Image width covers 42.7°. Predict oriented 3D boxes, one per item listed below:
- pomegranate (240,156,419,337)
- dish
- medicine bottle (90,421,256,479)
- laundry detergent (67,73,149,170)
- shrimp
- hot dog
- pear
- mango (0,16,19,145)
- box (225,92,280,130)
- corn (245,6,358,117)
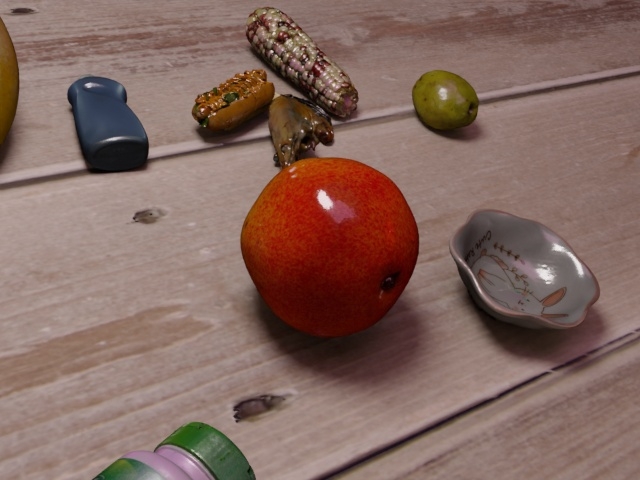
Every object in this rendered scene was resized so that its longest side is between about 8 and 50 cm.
[{"bbox_3d":[0.000,0.000,1.028,0.221,0.221,0.256,-11,24,-30],"label":"pomegranate"},{"bbox_3d":[0.274,0.058,1.162,0.229,0.081,0.229,13,41,-11],"label":"dish"},{"bbox_3d":[-0.178,0.274,0.704,0.133,0.133,0.274,36,43,21],"label":"medicine bottle"},{"bbox_3d":[-0.329,-0.188,1.238,0.096,0.061,0.206,-14,48,-21],"label":"laundry detergent"},{"bbox_3d":[-0.023,-0.162,1.316,0.117,0.066,0.262,5,43,-14],"label":"shrimp"},{"bbox_3d":[-0.137,-0.233,1.329,0.072,0.055,0.188,30,43,16],"label":"hot dog"},{"bbox_3d":[0.223,-0.254,1.485,0.131,0.107,0.107,30,40,29],"label":"pear"},{"bbox_3d":[-0.537,-0.244,1.129,0.221,0.199,0.384,-3,56,-32],"label":"mango"},{"bbox_3d":[-0.139,-0.233,1.388,0.073,0.020,0.149,33,43,16],"label":"box"},{"bbox_3d":[-0.034,-0.327,1.480,0.092,0.092,0.280,-22,55,-37],"label":"corn"}]
